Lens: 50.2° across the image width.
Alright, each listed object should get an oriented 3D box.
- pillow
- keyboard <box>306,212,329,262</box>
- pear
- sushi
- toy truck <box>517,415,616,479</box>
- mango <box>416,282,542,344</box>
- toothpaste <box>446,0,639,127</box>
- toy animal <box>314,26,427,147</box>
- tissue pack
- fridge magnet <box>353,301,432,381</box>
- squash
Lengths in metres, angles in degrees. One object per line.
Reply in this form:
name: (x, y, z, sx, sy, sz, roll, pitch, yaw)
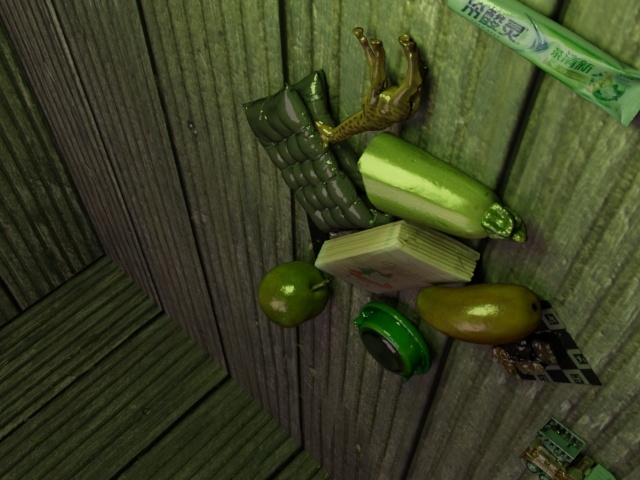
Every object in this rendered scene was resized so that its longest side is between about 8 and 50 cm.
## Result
pillow: (-0.005, -0.153, 1.312, 0.326, 0.101, 0.228, 59, 157, -14)
keyboard: (0.000, 0.000, 1.609, 0.061, 0.013, 0.204, 33, 150, 32)
pear: (-0.053, 0.129, 1.694, 0.216, 0.180, 0.166, -17, 78, 47)
sushi: (0.365, 0.199, 1.233, 0.192, 0.050, 0.215, 55, 155, -10)
toy truck: (0.492, 0.442, 1.332, 0.178, 0.080, 0.115, 39, 143, 27)
mango: (0.264, 0.120, 1.170, 0.228, 0.136, 0.099, 5, 112, 38)
toothpaste: (0.256, -0.243, 0.815, 0.297, 0.048, 0.074, 39, 147, 16)
toy animal: (0.079, -0.221, 1.082, 0.149, 0.054, 0.275, 36, 144, 7)
tissue pack: (0.133, 0.038, 1.301, 0.170, 0.071, 0.325, 26, 163, -20)
fridge magnet: (0.165, 0.229, 1.559, 0.208, 0.088, 0.208, 38, 152, 24)
squash: (0.200, -0.058, 1.090, 0.287, 0.137, 0.137, 30, 149, 22)
